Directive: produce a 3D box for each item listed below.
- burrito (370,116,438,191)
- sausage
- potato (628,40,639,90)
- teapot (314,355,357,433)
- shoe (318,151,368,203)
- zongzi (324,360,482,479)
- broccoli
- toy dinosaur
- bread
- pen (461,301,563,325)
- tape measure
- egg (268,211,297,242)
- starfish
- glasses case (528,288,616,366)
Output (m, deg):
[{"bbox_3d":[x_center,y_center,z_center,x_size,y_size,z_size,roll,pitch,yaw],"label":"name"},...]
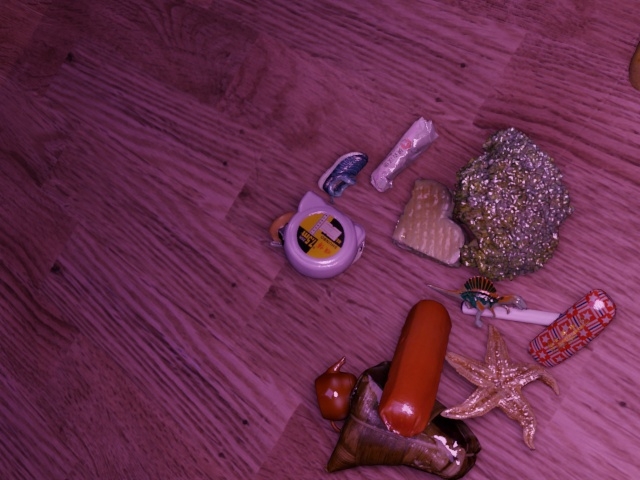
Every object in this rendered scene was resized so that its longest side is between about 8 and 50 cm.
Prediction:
[{"bbox_3d":[0.195,-0.199,1.839,0.203,0.064,0.064,-49,55,7],"label":"burrito"},{"bbox_3d":[0.195,0.241,1.563,0.097,0.348,0.094,24,130,1],"label":"sausage"},{"bbox_3d":[0.682,-0.371,1.594,0.091,0.070,0.138,25,87,36],"label":"potato"},{"bbox_3d":[0.049,0.340,1.717,0.116,0.116,0.173,-12,92,28],"label":"teapot"},{"bbox_3d":[0.061,-0.158,1.905,0.143,0.064,0.071,-41,56,16],"label":"shoe"},{"bbox_3d":[0.154,0.438,1.610,0.286,0.134,0.288,36,108,29],"label":"zongzi"},{"bbox_3d":[0.381,-0.062,1.572,0.235,0.260,0.288,33,94,21],"label":"broccoli"},{"bbox_3d":[0.317,0.109,1.592,0.187,0.044,0.106,36,137,12],"label":"toy dinosaur"},{"bbox_3d":[0.241,-0.021,1.745,0.172,0.064,0.232,-29,59,20],"label":"bread"},{"bbox_3d":[0.415,0.153,1.596,0.269,0.033,0.033,6,76,34],"label":"pen"},{"bbox_3d":[-0.004,0.001,1.843,0.196,0.105,0.178,40,73,12],"label":"tape measure"},{"bbox_3d":[-0.080,-0.027,1.936,0.096,0.080,0.080,-38,57,3],"label":"egg"},{"bbox_3d":[0.343,0.284,1.545,0.235,0.062,0.277,-14,58,4],"label":"starfish"},{"bbox_3d":[0.482,0.174,1.503,0.073,0.049,0.194,50,122,16],"label":"glasses case"}]
